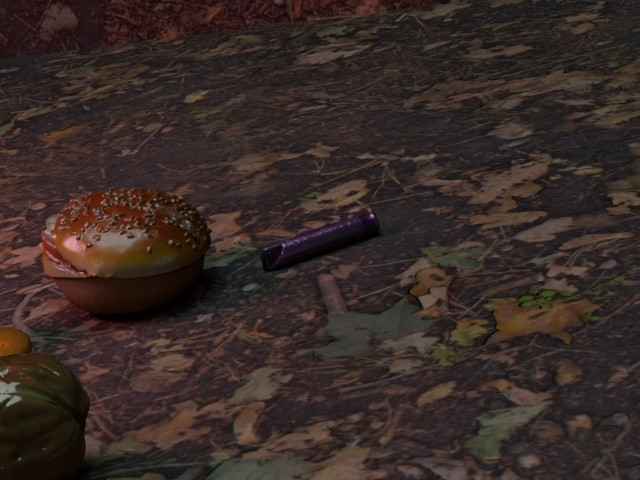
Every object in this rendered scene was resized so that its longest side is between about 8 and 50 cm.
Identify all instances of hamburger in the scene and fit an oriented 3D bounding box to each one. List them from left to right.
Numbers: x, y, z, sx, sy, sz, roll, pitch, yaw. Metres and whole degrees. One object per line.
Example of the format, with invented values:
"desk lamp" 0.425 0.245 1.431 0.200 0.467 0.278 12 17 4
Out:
"hamburger" -0.257 0.010 1.991 0.236 0.147 0.237 -8 23 3

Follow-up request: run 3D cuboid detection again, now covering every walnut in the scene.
"walnut" -0.332 0.193 1.542 0.184 0.155 0.155 -11 20 7

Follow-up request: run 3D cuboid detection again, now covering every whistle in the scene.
"whistle" 0.000 0.000 2.037 0.176 0.033 0.033 -18 21 -18

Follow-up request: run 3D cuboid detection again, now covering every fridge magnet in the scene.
"fridge magnet" -0.420 0.150 1.827 0.143 0.063 0.143 -12 21 5
